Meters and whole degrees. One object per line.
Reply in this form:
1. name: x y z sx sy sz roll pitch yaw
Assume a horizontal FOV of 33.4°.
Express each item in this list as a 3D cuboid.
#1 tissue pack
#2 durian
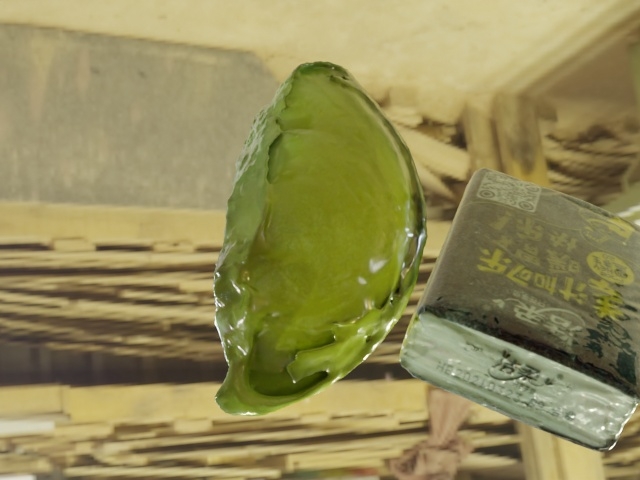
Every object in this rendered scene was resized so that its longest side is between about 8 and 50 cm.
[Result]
1. tissue pack: 0.189 0.044 0.925 0.185 0.257 0.081 21 125 7
2. durian: 0.000 0.000 0.727 0.139 0.250 0.101 7 165 -6
